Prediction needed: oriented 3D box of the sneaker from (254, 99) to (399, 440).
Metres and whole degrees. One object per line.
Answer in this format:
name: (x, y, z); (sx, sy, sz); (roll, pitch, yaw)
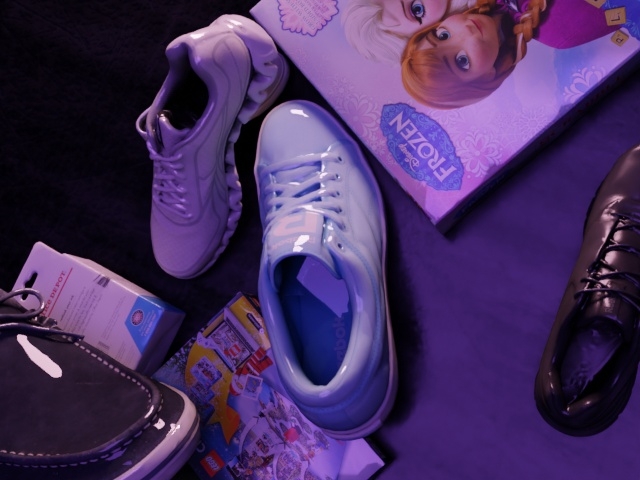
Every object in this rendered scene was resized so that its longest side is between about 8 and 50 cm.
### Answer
sneaker: (0.000, 0.000, 0.812); (0.135, 0.150, 0.365); (-17, 66, 7)

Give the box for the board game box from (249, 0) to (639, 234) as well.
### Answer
board game box: (0.142, -0.227, 0.867); (0.318, 0.066, 0.318); (-42, 72, 6)

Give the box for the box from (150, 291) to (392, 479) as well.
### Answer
box: (-0.062, 0.191, 0.872); (0.159, 0.044, 0.233); (-43, 72, 6)

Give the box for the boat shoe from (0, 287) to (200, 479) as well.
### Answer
boat shoe: (-0.334, 0.140, 0.831); (0.500, 0.156, 0.187); (9, 39, 35)

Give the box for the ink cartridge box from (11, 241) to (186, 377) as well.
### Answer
ink cartridge box: (-0.254, 0.085, 0.937); (0.180, 0.060, 0.104); (27, 90, 18)

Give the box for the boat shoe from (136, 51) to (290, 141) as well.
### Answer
boat shoe: (-0.123, -0.160, 0.936); (0.184, 0.063, 0.066); (-22, 76, 12)

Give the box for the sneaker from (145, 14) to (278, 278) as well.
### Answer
sneaker: (-0.137, -0.086, 0.864); (0.110, 0.118, 0.292); (24, 116, 17)

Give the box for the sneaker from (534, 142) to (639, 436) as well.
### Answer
sneaker: (0.271, 0.041, 0.754); (0.109, 0.130, 0.286); (16, 85, 20)
